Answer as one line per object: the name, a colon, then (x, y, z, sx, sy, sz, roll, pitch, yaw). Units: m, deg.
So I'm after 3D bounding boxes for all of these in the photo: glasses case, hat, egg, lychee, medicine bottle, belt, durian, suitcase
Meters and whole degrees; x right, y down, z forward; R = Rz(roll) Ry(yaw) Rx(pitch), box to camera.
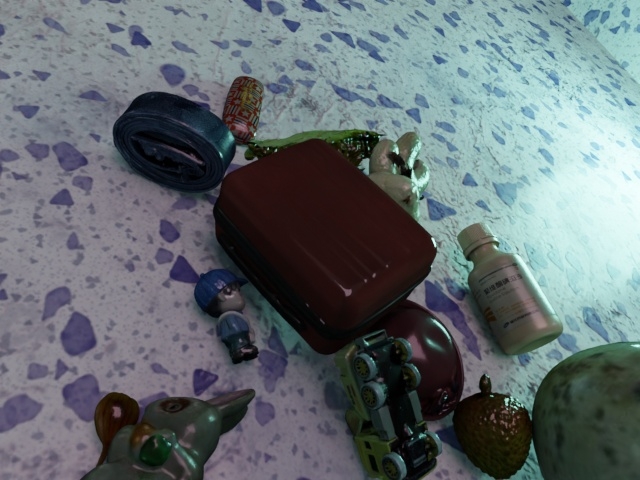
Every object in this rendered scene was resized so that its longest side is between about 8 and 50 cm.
glasses case: (-0.156, -0.273, 1.004, 0.073, 0.049, 0.194, 15, 48, -16)
hat: (0.150, 0.173, 0.774, 0.205, 0.089, 0.205, 15, 49, -18)
egg: (0.501, 0.318, 0.666, 0.428, 0.345, 0.345, 40, 45, 18)
lychee: (0.252, 0.273, 0.729, 0.114, 0.114, 0.146, -5, 85, -31)
medicine bottle: (0.342, 0.082, 0.934, 0.114, 0.114, 0.252, -1, 55, -29)
belt: (-0.238, -0.155, 0.799, 0.190, 0.141, 0.082, 22, 45, -9)
durian: (0.010, -0.158, 0.952, 0.375, 0.106, 0.132, -11, 27, -39)
suitcase: (0.000, 0.000, 0.746, 0.236, 0.161, 0.297, -29, 64, -34)

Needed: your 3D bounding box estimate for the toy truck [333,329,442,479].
toy truck: (0.075, 0.221, 0.665, 0.085, 0.116, 0.191, -14, 86, -37)

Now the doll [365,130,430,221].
doll: (0.152, -0.103, 0.944, 0.175, 0.149, 0.278, 40, 51, -8)

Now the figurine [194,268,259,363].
figurine: (-0.135, 0.106, 0.699, 0.079, 0.077, 0.136, -6, 65, -14)

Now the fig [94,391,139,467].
fig: (-0.237, 0.216, 0.564, 0.050, 0.050, 0.083, 18, 61, -15)

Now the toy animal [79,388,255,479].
toy animal: (-0.166, 0.238, 0.549, 0.125, 0.127, 0.251, 55, 26, -6)
